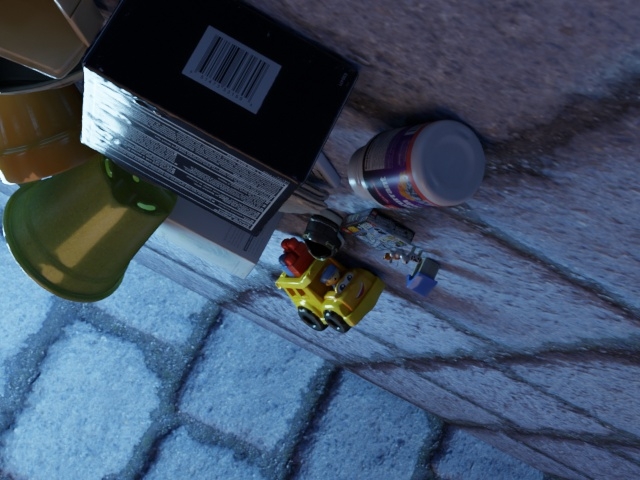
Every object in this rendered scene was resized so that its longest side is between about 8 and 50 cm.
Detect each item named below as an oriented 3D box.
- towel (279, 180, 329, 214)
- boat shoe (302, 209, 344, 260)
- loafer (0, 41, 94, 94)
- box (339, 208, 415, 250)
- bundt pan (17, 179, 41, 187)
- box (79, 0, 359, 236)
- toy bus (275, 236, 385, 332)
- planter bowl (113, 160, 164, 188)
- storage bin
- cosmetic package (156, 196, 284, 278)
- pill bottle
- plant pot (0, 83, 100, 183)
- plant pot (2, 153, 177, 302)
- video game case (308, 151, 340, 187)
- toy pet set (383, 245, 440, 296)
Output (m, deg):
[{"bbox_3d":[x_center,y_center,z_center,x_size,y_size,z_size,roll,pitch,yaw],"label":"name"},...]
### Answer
[{"bbox_3d":[-0.103,-0.103,1.695,0.187,0.049,0.282,25,173,-21],"label":"towel"},{"bbox_3d":[0.000,0.000,1.904,0.081,0.069,0.228,24,166,7],"label":"boat shoe"},{"bbox_3d":[-0.503,-0.276,1.458,0.319,0.112,0.111,-7,-155,-9],"label":"loafer"},{"bbox_3d":[0.101,-0.018,1.743,0.094,0.027,0.137,29,166,-16],"label":"box"},{"bbox_3d":[-0.677,-0.249,1.985,0.331,0.124,0.331,42,172,7],"label":"bundt pan"},{"bbox_3d":[-0.147,-0.176,1.269,0.296,0.183,0.294,29,161,-7],"label":"box"},{"bbox_3d":[0.003,0.080,2.096,0.211,0.149,0.220,50,156,-22],"label":"toy bus"},{"bbox_3d":[-0.281,-0.170,1.697,0.162,0.109,0.162,21,164,7],"label":"planter bowl"},{"bbox_3d":[-0.461,-0.362,1.294,0.260,0.123,0.262,23,165,14],"label":"storage bin"},{"bbox_3d":[-0.217,-0.038,2.020,0.224,0.138,0.224,28,166,-4],"label":"cosmetic package"},{"bbox_3d":[0.117,-0.096,1.263,0.108,0.108,0.193,32,165,-24],"label":"pill bottle"},{"bbox_3d":[-0.496,-0.225,1.675,0.205,0.205,0.188,10,124,49],"label":"plant pot"},{"bbox_3d":[-0.418,-0.059,1.837,0.276,0.276,0.254,34,128,-30],"label":"plant pot"},{"bbox_3d":[-0.077,-0.159,1.560,0.183,0.023,0.201,19,166,27],"label":"video game case"},{"bbox_3d":[0.161,0.054,1.821,0.114,0.065,0.122,29,166,-11],"label":"toy pet set"}]
